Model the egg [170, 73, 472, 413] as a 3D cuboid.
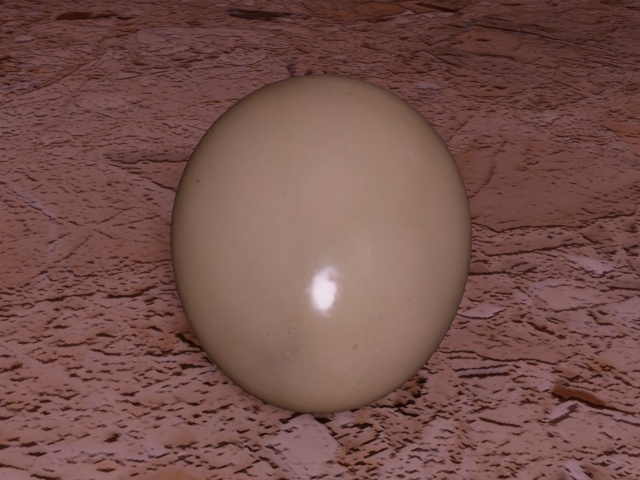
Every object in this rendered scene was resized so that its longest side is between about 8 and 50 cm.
[{"bbox_3d":[0.000,0.000,0.612,0.186,0.186,0.241,5,40,0],"label":"egg"}]
